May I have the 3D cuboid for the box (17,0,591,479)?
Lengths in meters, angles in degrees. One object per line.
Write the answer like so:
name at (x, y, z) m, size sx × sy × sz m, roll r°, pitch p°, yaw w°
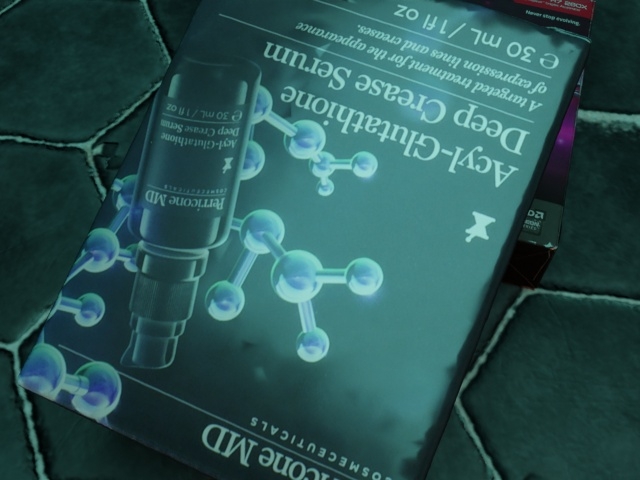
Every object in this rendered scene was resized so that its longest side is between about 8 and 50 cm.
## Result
box at (0.000, 0.000, 0.641) m, size 0.293 × 0.212 × 0.395 m, roll 21°, pitch 80°, yaw 11°

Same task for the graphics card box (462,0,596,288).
graphics card box at (0.168, -0.145, 0.871) m, size 0.232 × 0.094 × 0.371 m, roll 15°, pitch 61°, yaw 8°
